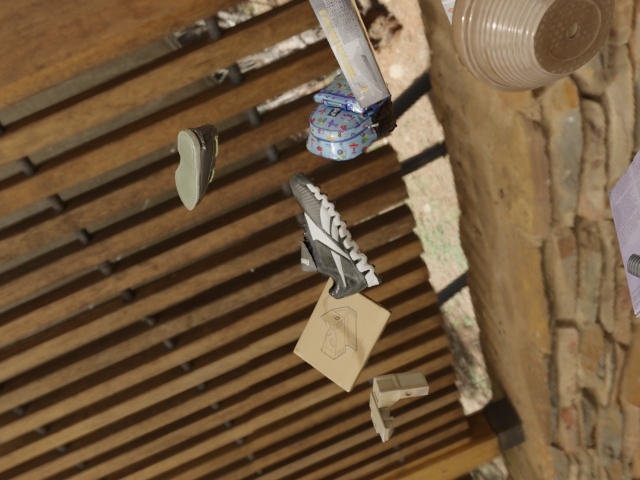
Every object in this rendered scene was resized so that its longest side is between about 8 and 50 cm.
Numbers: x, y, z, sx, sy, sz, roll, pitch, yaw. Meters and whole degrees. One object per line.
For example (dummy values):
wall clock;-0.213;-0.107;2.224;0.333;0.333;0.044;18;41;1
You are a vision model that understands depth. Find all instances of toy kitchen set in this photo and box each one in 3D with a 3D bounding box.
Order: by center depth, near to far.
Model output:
toy kitchen set;0.116;0.244;0.903;0.068;0.075;0.083;-110;17;-54

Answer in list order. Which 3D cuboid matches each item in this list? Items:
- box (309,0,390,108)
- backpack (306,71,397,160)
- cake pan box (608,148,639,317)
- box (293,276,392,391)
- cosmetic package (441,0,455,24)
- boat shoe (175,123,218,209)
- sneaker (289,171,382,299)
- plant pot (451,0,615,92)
box;0.036;-0.359;1.026;0.183;0.056;0.231;-98;-19;-44
backpack;0.049;-0.247;1.286;0.158;0.173;0.117;25;146;35
cake pan box;0.530;-0.051;0.926;0.267;0.070;0.246;98;176;-55
box;0.045;0.203;1.384;0.164;0.201;0.021;31;-169;26
cosmetic package;0.427;-0.612;1.555;0.099;0.239;0.060;37;-130;-57
boat shoe;-0.253;-0.148;1.307;0.081;0.068;0.228;48;147;18
sneaker;0.000;0.000;1.049;0.234;0.106;0.078;57;176;-8
plant pot;0.307;-0.299;0.842;0.110;0.237;0.237;-119;5;-50
